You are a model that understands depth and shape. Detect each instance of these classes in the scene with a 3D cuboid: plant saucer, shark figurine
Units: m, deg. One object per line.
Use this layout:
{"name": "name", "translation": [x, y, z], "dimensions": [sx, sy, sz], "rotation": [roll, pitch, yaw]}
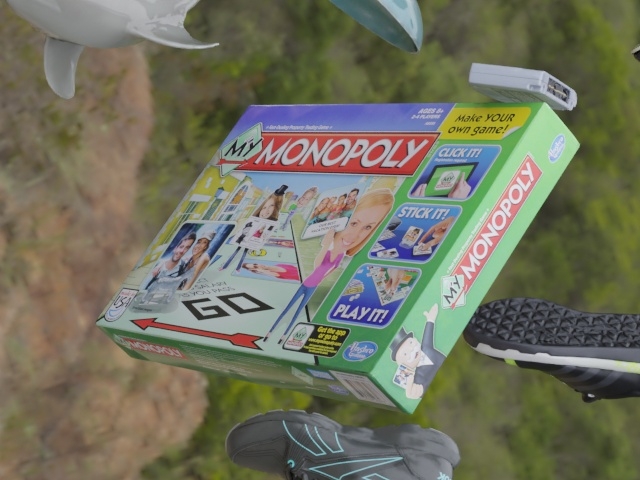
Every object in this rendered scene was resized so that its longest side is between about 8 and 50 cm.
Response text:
{"name": "plant saucer", "translation": [-0.002, -0.321, 1.879], "dimensions": [0.317, 0.044, 0.317], "rotation": [40, 0, 0]}
{"name": "shark figurine", "translation": [-0.096, -0.179, 1.184], "dimensions": [0.278, 0.116, 0.166], "rotation": [-34, 140, -34]}

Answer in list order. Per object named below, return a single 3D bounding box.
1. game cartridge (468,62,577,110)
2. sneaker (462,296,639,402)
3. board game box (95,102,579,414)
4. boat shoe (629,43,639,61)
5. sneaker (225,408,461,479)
{"name": "game cartridge", "translation": [0.127, -0.099, 1.097], "dimensions": [0.083, 0.056, 0.017], "rotation": [14, 83, -66]}
{"name": "sneaker", "translation": [0.255, 0.125, 1.694], "dimensions": [0.084, 0.235, 0.097], "rotation": [-73, 169, -54]}
{"name": "board game box", "translation": [0.000, 0.000, 1.149], "dimensions": [0.046, 0.317, 0.213], "rotation": [46, 66, -30]}
{"name": "boat shoe", "translation": [0.433, -0.242, 2.091], "dimensions": [0.133, 0.049, 0.042], "rotation": [-24, 91, -35]}
{"name": "sneaker", "translation": [0.016, 0.252, 1.875], "dimensions": [0.101, 0.267, 0.106], "rotation": [63, 35, -56]}
